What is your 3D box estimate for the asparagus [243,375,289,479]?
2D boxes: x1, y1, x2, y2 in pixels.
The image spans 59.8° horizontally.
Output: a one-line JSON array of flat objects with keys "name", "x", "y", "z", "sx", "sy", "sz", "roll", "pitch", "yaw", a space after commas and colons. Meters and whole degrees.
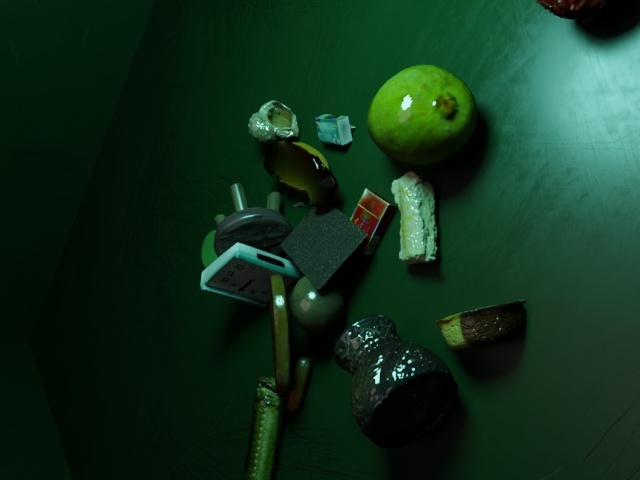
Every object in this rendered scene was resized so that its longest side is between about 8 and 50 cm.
[{"name": "asparagus", "x": -0.186, "y": 0.646, "z": 1.836, "sx": 0.128, "sy": 0.108, "sz": 0.382, "roll": 12, "pitch": 92, "yaw": 47}]

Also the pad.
[{"name": "pad", "x": 0.000, "y": 0.000, "z": 1.730, "sx": 0.220, "sy": 0.004, "sz": 0.330, "roll": -48, "pitch": 34, "yaw": 3}]

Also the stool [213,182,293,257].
[{"name": "stool", "x": -0.239, "y": -0.052, "z": 1.916, "sx": 0.272, "sy": 0.272, "sz": 0.178, "roll": -45, "pitch": 45, "yaw": 31}]

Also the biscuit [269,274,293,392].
[{"name": "biscuit", "x": -0.125, "y": 0.290, "z": 1.781, "sx": 0.314, "sy": 0.063, "sz": 0.367, "roll": -123, "pitch": 30, "yaw": -78}]

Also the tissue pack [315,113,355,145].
[{"name": "tissue pack", "x": 0.051, "y": -0.364, "z": 1.805, "sx": 0.111, "sy": 0.079, "sz": 0.085, "roll": 20, "pitch": 132, "yaw": 47}]

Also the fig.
[{"name": "fig", "x": 0.245, "y": -0.319, "z": 1.476, "sx": 0.326, "sy": 0.258, "sz": 0.258, "roll": 1, "pitch": 83, "yaw": 62}]

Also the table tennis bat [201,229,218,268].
[{"name": "table tennis bat", "x": -0.412, "y": 0.016, "z": 2.237, "sx": 0.257, "sy": 0.039, "sz": 0.160, "roll": -44, "pitch": 54, "yaw": 38}]

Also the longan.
[{"name": "longan", "x": -0.011, "y": 0.189, "z": 1.694, "sx": 0.167, "sy": 0.167, "sz": 0.187, "roll": -41, "pitch": 48, "yaw": 33}]

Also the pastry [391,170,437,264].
[{"name": "pastry", "x": 0.258, "y": -0.058, "z": 1.522, "sx": 0.121, "sy": 0.089, "sz": 0.258, "roll": -19, "pitch": 69, "yaw": 46}]

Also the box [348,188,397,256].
[{"name": "box", "x": 0.144, "y": -0.052, "z": 1.666, "sx": 0.112, "sy": 0.048, "sz": 0.175, "roll": 40, "pitch": 111, "yaw": 43}]

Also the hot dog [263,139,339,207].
[{"name": "hot dog", "x": -0.043, "y": -0.218, "z": 1.855, "sx": 0.326, "sy": 0.107, "sz": 0.194, "roll": 50, "pitch": 127, "yaw": 28}]

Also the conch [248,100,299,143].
[{"name": "conch", "x": -0.166, "y": -0.421, "z": 1.996, "sx": 0.207, "sy": 0.130, "sz": 0.155, "roll": 15, "pitch": 107, "yaw": 32}]

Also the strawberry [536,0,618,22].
[{"name": "strawberry", "x": 0.579, "y": -0.630, "z": 1.225, "sx": 0.274, "sy": 0.220, "sz": 0.274, "roll": 4, "pitch": 105, "yaw": 14}]

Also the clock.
[{"name": "clock", "x": -0.238, "y": 0.105, "z": 1.879, "sx": 0.231, "sy": 0.262, "sz": 0.116, "roll": -40, "pitch": 46, "yaw": 33}]

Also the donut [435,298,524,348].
[{"name": "donut", "x": 0.371, "y": 0.211, "z": 1.336, "sx": 0.217, "sy": 0.141, "sz": 0.085, "roll": -25, "pitch": 73, "yaw": 45}]

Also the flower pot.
[{"name": "flower pot", "x": 0.174, "y": 0.343, "z": 1.429, "sx": 0.266, "sy": 0.267, "sz": 0.267, "roll": -61, "pitch": 36, "yaw": 19}]

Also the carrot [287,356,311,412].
[{"name": "carrot", "x": -0.071, "y": 0.463, "z": 1.785, "sx": 0.060, "sy": 0.060, "sz": 0.186, "roll": 18, "pitch": 96, "yaw": 46}]
